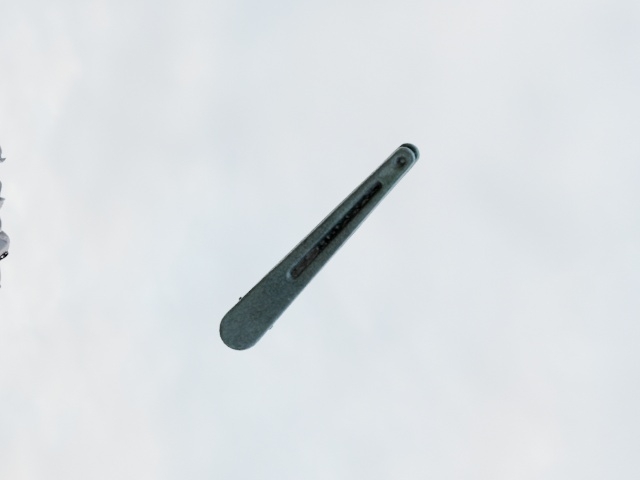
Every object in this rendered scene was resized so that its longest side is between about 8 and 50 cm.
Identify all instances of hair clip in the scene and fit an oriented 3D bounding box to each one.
[{"bbox_3d":[0.000,0.000,0.748,0.039,0.070,0.229,42,-74,1],"label":"hair clip"}]

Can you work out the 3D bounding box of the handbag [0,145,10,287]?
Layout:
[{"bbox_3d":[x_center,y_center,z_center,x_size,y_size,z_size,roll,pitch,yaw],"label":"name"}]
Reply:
[{"bbox_3d":[-0.267,0.014,0.477,0.074,0.216,0.203,39,-35,11],"label":"handbag"}]
